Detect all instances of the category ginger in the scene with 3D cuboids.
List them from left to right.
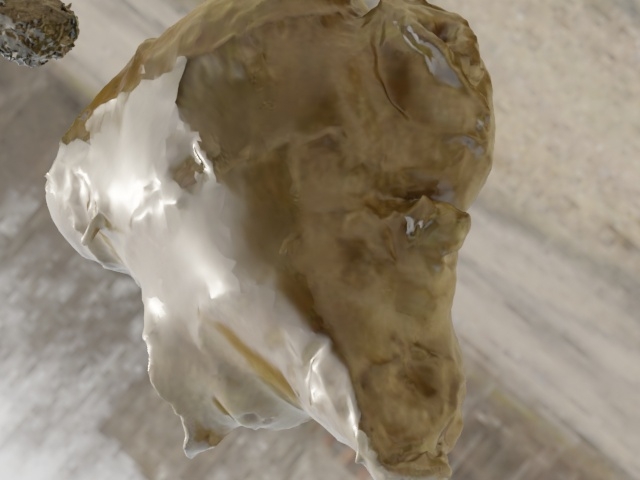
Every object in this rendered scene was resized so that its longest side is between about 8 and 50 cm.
[{"bbox_3d":[0.000,0.000,0.749,0.270,0.219,0.123,48,-165,32],"label":"ginger"}]

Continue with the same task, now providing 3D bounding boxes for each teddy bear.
[{"bbox_3d":[-0.198,-0.127,0.874,0.078,0.119,0.160,38,-171,-48],"label":"teddy bear"}]
